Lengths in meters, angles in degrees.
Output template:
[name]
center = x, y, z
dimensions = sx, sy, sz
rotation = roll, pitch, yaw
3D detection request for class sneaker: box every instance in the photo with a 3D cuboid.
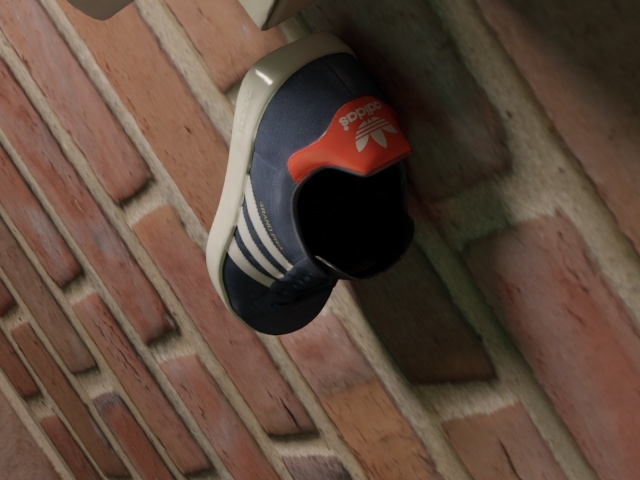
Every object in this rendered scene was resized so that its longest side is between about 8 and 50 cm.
[sneaker]
center = 0.000, 0.000, 1.252
dimensions = 0.148, 0.131, 0.350
rotation = 49, 156, 26

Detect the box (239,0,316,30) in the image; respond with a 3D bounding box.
[box]
center = -0.032, -0.271, 0.933
dimensions = 0.232, 0.148, 0.127
rotation = 53, 156, 6

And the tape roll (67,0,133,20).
[tape roll]
center = -0.196, -0.299, 1.110
dimensions = 0.286, 0.100, 0.286
rotation = 53, -171, -13
